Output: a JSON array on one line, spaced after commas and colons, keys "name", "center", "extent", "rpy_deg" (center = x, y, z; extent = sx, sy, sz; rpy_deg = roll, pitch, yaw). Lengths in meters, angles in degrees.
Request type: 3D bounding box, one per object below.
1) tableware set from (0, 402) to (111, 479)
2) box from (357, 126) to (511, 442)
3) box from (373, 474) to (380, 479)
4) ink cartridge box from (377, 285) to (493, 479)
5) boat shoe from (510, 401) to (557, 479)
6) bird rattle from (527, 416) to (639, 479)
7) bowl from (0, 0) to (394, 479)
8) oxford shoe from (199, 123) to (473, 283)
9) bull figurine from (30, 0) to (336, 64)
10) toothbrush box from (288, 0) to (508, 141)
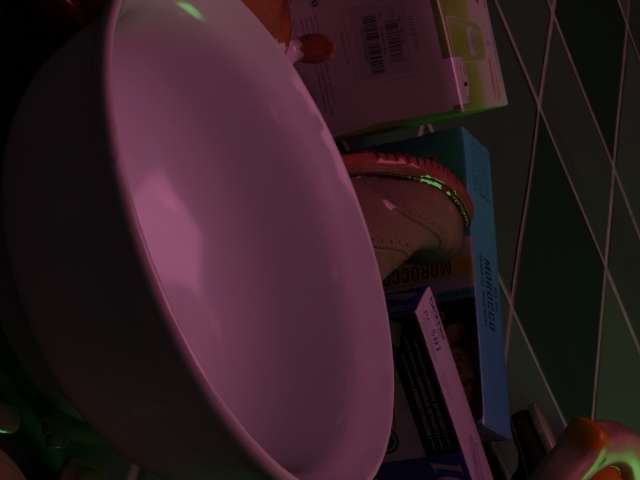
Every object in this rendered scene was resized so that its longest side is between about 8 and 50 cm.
[{"name": "tableware set", "center": [-0.146, 0.151, 0.916], "extent": [0.194, 0.039, 0.128], "rpy_deg": [31, 40, -68]}, {"name": "box", "center": [0.086, 0.041, 1.438], "extent": [0.060, 0.100, 0.244], "rpy_deg": [34, 49, -58]}, {"name": "box", "center": [0.020, 0.212, 1.261], "extent": [0.062, 0.052, 0.083], "rpy_deg": [61, 29, -34]}, {"name": "ink cartridge box", "center": [0.061, 0.140, 1.335], "extent": [0.046, 0.097, 0.207], "rpy_deg": [-56, 132, -60]}, {"name": "boat shoe", "center": [0.202, 0.255, 1.653], "extent": [0.081, 0.068, 0.228], "rpy_deg": [-85, 157, -68]}, {"name": "bird rattle", "center": [0.203, 0.246, 1.485], "extent": [0.253, 0.143, 0.207], "rpy_deg": [33, 93, -47]}, {"name": "bowl", "center": [-0.084, 0.013, 0.974], "extent": [0.298, 0.134, 0.298], "rpy_deg": [52, 27, -40]}, {"name": "oxford shoe", "center": [0.000, 0.000, 1.249], "extent": [0.348, 0.123, 0.130], "rpy_deg": [12, 75, -56]}, {"name": "bull figurine", "center": [-0.090, -0.185, 1.126], "extent": [0.310, 0.101, 0.188], "rpy_deg": [-5, 81, -70]}, {"name": "toothbrush box", "center": [0.051, -0.187, 1.385], "extent": [0.283, 0.122, 0.206], "rpy_deg": [-21, 99, -78]}]
